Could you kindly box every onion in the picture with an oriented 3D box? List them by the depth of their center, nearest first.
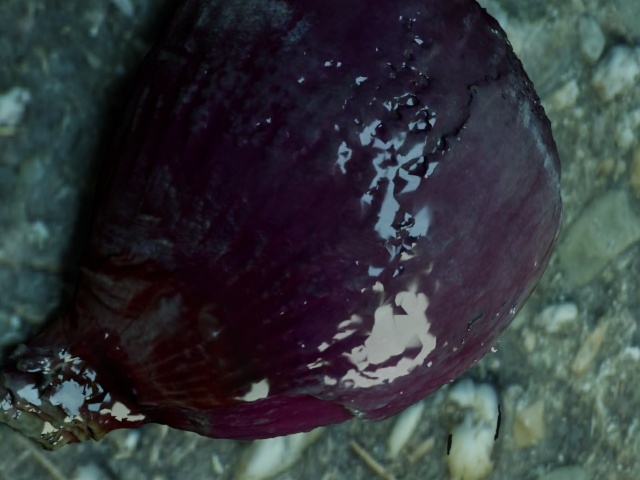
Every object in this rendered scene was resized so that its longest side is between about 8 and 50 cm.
[{"bbox_3d":[0.000,0.000,0.974,0.349,0.159,0.267,-50,124,-30],"label":"onion"}]
